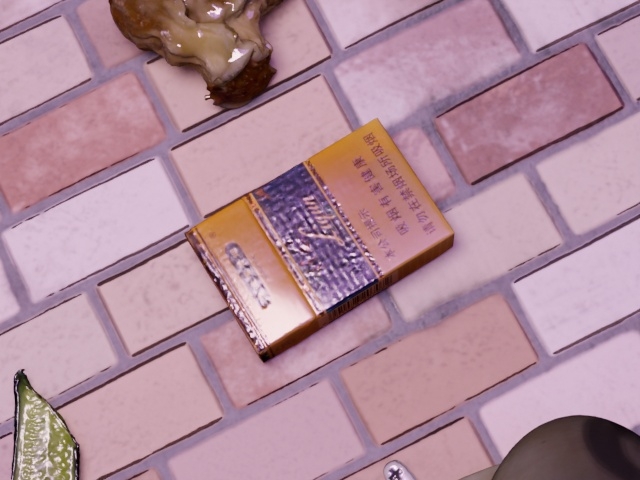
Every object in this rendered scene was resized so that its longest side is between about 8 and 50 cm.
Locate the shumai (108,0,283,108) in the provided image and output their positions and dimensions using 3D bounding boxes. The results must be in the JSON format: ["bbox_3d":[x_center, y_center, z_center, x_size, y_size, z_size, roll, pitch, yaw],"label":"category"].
[{"bbox_3d":[-0.108,-0.232,1.582,0.209,0.161,0.153,-10,71,-18],"label":"shumai"}]

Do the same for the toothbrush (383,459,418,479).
[{"bbox_3d":[0.165,0.334,1.480,0.030,0.030,0.304,-39,76,-7],"label":"toothbrush"}]

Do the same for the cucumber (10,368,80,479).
[{"bbox_3d":[-0.277,0.240,1.522,0.070,0.046,0.220,-1,76,1],"label":"cucumber"}]

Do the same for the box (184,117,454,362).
[{"bbox_3d":[0.000,0.000,1.561,0.237,0.070,0.152,-30,76,-7],"label":"box"}]

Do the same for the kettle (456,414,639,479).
[{"bbox_3d":[0.203,0.290,1.361,0.320,0.324,0.228,-14,111,8],"label":"kettle"}]
